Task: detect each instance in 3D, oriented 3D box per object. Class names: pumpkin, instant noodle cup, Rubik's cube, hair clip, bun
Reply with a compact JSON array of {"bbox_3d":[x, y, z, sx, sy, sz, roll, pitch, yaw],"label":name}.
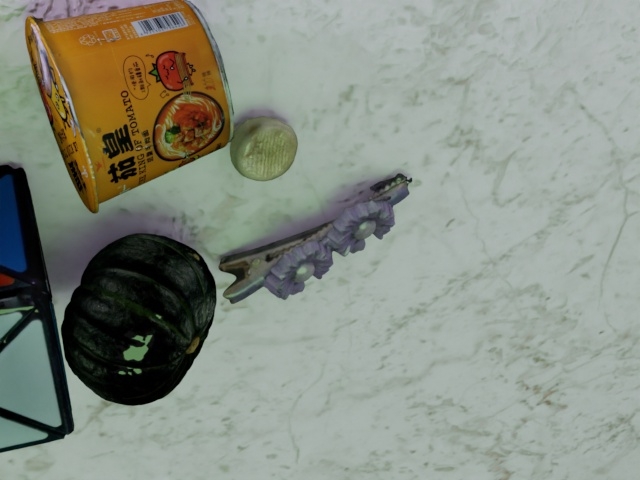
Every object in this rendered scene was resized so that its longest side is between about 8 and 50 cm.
[{"bbox_3d":[-0.221,0.097,1.489,0.162,0.220,0.220,24,132,15],"label":"pumpkin"},{"bbox_3d":[-0.199,-0.154,1.274,0.172,0.216,0.216,-20,136,-16],"label":"instant noodle cup"},{"bbox_3d":[-0.429,0.091,1.371,0.246,0.248,0.250,-10,134,-12],"label":"Rubik's cube"},{"bbox_3d":[0.000,0.000,1.589,0.292,0.084,0.106,-29,154,0],"label":"hair clip"},{"bbox_3d":[-0.073,-0.115,1.458,0.086,0.055,0.086,-16,127,-22],"label":"bun"}]
